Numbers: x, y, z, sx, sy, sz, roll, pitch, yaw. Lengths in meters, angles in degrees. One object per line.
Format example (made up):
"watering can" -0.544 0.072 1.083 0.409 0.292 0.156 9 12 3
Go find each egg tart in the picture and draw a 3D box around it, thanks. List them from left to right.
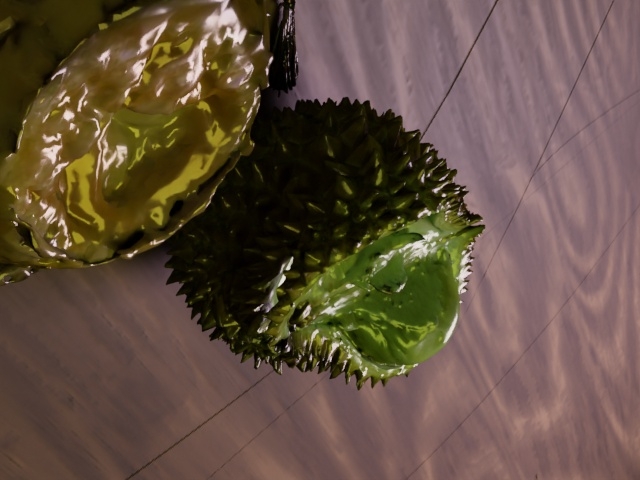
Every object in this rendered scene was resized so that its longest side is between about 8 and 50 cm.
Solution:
"egg tart" -0.122 -0.085 0.831 0.315 0.120 0.315 -35 148 -26

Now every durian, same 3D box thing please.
"durian" 0.001 0.000 1.043 0.237 0.176 0.200 12 104 -64

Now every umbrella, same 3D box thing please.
"umbrella" -0.023 -0.128 1.024 0.031 0.020 0.083 -32 141 -32
